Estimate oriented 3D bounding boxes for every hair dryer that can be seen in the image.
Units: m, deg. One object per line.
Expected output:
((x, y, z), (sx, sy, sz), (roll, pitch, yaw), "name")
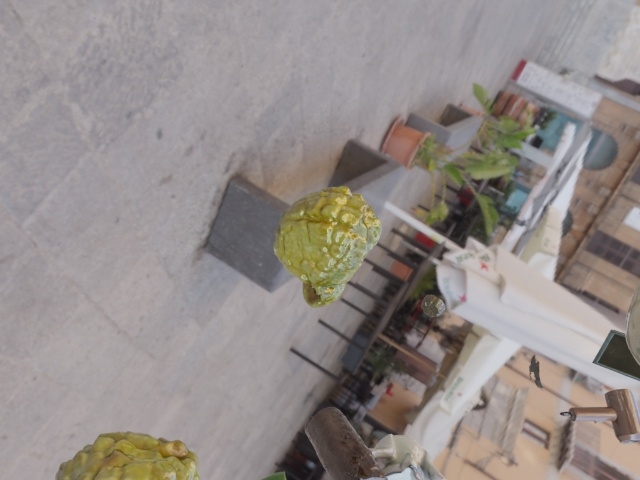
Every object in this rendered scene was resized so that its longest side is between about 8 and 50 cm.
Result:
((0.638, 0.403, 1.390), (0.064, 0.181, 0.117), (97, -8, -61), "hair dryer")

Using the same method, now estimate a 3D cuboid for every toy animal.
((0.221, 0.657, 1.731), (0.174, 0.249, 0.289), (-66, -160, 6), "toy animal")

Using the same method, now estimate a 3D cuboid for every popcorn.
((0.000, 0.000, 1.408), (0.174, 0.225, 0.286), (-35, 162, -53), "popcorn")
((-0.311, 0.427, 0.958), (0.270, 0.224, 0.258), (122, -25, -44), "popcorn")

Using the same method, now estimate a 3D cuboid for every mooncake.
((0.379, 0.226, 1.419), (0.057, 0.347, 0.150), (-36, 118, -23), "mooncake")

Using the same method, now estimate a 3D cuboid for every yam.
((0.062, 0.524, 1.466), (0.131, 0.280, 0.131), (-11, 120, -20), "yam")

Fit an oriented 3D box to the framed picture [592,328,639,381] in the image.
((0.673, 0.252, 1.299), (0.011, 0.142, 0.183), (-59, 155, -25), "framed picture")

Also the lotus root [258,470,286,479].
((-0.139, 0.594, 1.272), (0.186, 0.186, 0.186), (-54, 164, -23), "lotus root")

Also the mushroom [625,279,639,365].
((0.645, 0.117, 0.890), (0.314, 0.336, 0.314), (-45, 149, -38), "mushroom")
